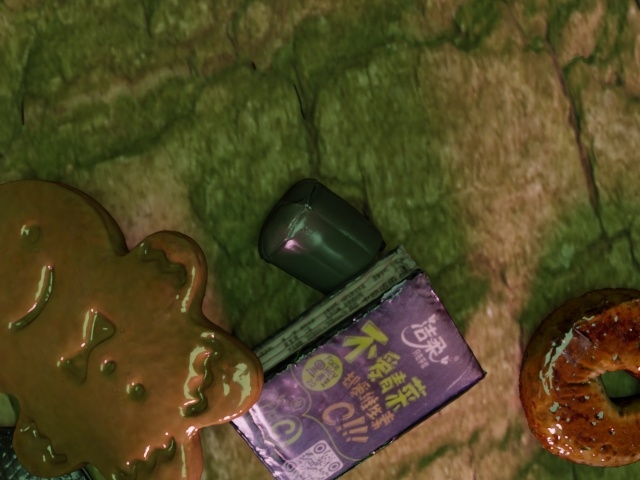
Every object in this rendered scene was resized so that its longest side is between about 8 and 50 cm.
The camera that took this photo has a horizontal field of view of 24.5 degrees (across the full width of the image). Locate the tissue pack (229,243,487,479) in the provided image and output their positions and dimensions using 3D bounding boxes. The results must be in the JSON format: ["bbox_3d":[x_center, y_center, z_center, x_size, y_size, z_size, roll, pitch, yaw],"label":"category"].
[{"bbox_3d":[0.026,0.134,1.431,0.235,0.073,0.173,-35,129,-1],"label":"tissue pack"}]

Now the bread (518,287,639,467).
[{"bbox_3d":[0.289,0.138,1.492,0.193,0.064,0.193,-1,96,-10],"label":"bread"}]

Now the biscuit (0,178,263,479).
[{"bbox_3d":[-0.223,0.087,1.384,0.355,0.052,0.275,42,103,17],"label":"biscuit"}]

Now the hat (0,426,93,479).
[{"bbox_3d":[-0.314,0.285,1.448,0.193,0.082,0.193,14,59,-25],"label":"hat"}]

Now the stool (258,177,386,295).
[{"bbox_3d":[0.000,0.000,1.446,0.110,0.096,0.096,34,90,-11],"label":"stool"}]
